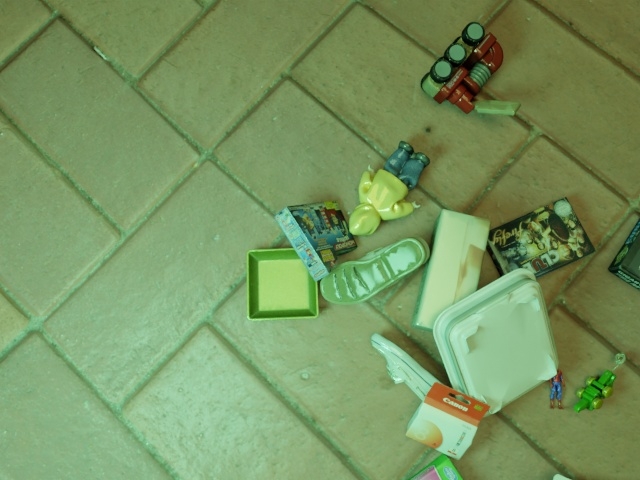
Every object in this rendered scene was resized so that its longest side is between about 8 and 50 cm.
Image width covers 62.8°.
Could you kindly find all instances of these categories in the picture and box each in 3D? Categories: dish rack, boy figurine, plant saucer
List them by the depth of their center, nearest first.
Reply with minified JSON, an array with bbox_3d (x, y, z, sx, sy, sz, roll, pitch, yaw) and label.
[{"bbox_3d":[0.432,0.258,1.232,0.285,0.072,0.333,-28,115,-7],"label":"dish rack"},{"bbox_3d":[-0.100,0.117,1.395,0.188,0.045,0.189,-2,79,2],"label":"plant saucer"},{"bbox_3d":[0.180,-0.122,1.404,0.177,0.092,0.285,34,83,8],"label":"boy figurine"}]

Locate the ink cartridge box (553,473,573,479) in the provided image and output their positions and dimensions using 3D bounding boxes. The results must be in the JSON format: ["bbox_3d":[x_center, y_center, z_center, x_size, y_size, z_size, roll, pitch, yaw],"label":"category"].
[{"bbox_3d":[0.564,0.706,1.114,0.207,0.119,0.354,13,68,25],"label":"ink cartridge box"}]

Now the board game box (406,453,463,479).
[{"bbox_3d":[0.242,0.710,1.249,0.316,0.064,0.242,-33,80,-7],"label":"board game box"}]

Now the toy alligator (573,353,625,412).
[{"bbox_3d":[0.704,0.366,1.309,0.189,0.056,0.051,-45,122,-7],"label":"toy alligator"}]

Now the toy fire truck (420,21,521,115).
[{"bbox_3d":[0.436,-0.441,1.433,0.246,0.158,0.217,41,83,-3],"label":"toy fire truck"}]

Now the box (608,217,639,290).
[{"bbox_3d":[0.955,0.037,1.348,0.293,0.073,0.296,35,83,9],"label":"box"}]

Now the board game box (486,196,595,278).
[{"bbox_3d":[0.572,0.009,1.384,0.243,0.042,0.165,-24,79,-2],"label":"board game box"}]

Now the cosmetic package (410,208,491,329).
[{"bbox_3d":[0.328,0.089,1.327,0.129,0.153,0.297,14,82,7],"label":"cosmetic package"}]

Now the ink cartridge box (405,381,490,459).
[{"bbox_3d":[0.305,0.437,1.263,0.145,0.179,0.045,23,37,7],"label":"ink cartridge box"}]

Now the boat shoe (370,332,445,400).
[{"bbox_3d":[0.208,0.327,1.321,0.226,0.083,0.076,38,82,8],"label":"boat shoe"}]

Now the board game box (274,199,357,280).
[{"bbox_3d":[0.000,0.000,1.365,0.060,0.194,0.194,-33,75,42],"label":"board game box"}]

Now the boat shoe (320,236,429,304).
[{"bbox_3d":[0.144,0.083,1.349,0.302,0.103,0.113,-24,82,24],"label":"boat shoe"}]

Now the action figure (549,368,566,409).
[{"bbox_3d":[0.597,0.366,1.324,0.038,0.030,0.115,1,77,7],"label":"action figure"}]
